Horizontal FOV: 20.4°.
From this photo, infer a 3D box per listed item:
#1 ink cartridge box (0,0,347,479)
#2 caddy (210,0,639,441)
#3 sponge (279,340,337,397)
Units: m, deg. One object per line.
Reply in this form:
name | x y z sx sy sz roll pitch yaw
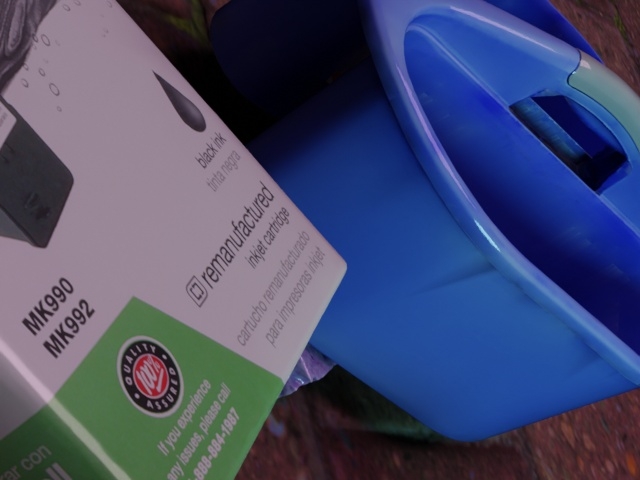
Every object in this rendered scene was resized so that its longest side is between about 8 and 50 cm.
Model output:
ink cartridge box | -0.147 -0.022 0.633 0.289 0.121 0.211 49 29 -11
caddy | 0.093 -0.040 0.967 0.341 0.179 0.241 37 37 -41
sponge | 0.000 0.000 1.000 0.117 0.031 0.210 62 28 -3
